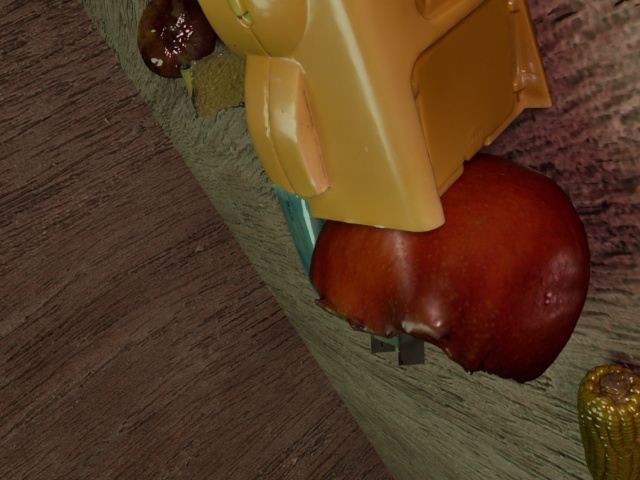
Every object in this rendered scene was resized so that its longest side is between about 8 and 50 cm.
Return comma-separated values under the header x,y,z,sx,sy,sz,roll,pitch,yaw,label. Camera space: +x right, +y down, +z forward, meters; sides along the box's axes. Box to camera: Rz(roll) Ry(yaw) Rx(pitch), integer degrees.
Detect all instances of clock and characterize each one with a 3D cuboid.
x,y,z,sx,sy,sz,roll,pitch,yaw,label
0.038,-0.196,0.504,0.200,0.244,0.316,14,136,39,clock

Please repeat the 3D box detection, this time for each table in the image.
x,y,z,sx,sy,sz,roll,pitch,yaw,label
0.142,0.140,1.259,0.146,0.063,0.175,-179,88,-73,table

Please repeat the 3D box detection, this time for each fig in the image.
x,y,z,sx,sy,sz,roll,pitch,yaw,label
-0.287,-0.410,1.284,0.230,0.143,0.160,54,129,56,fig

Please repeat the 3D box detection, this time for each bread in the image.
x,y,z,sx,sy,sz,roll,pitch,yaw,label
-0.165,-0.299,1.124,0.127,0.147,0.152,64,162,15,bread

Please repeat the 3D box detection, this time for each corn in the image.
x,y,z,sx,sy,sz,roll,pitch,yaw,label
0.348,0.229,0.774,0.080,0.080,0.231,41,163,45,corn

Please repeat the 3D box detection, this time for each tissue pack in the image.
x,y,z,sx,sy,sz,roll,pitch,yaw,label
0.000,0.000,1.301,0.177,0.089,0.263,26,140,66,tissue pack

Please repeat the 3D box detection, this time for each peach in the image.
x,y,z,sx,sy,sz,roll,pitch,yaw,label
0.127,0.006,0.635,0.258,0.201,0.362,24,-179,8,peach

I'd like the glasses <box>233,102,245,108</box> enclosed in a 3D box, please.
x,y,z,sx,sy,sz,roll,pitch,yaw,label
-0.194,-0.345,1.345,0.140,0.063,0.103,43,140,39,glasses
